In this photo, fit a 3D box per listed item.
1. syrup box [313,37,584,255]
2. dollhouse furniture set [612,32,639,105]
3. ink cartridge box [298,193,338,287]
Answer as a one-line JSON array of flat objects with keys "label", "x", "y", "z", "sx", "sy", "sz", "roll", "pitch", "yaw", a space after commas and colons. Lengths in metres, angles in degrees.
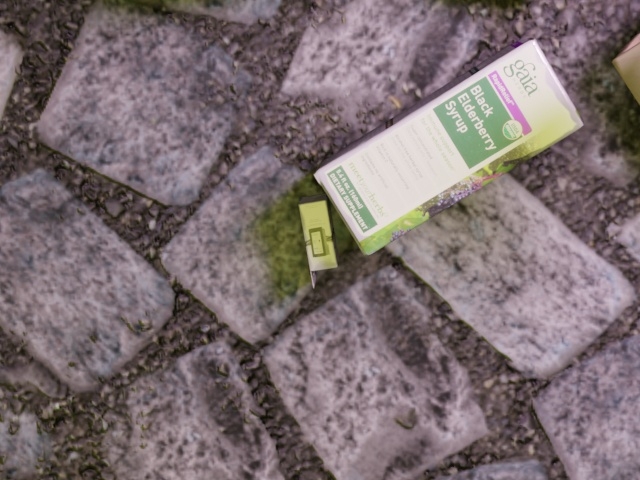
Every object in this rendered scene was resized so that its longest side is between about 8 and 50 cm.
[{"label": "syrup box", "x": 0.119, "y": -0.090, "z": 1.390, "sx": 0.237, "sy": 0.096, "sz": 0.093, "roll": -31, "pitch": 96, "yaw": 8}, {"label": "dollhouse furniture set", "x": 0.453, "y": -0.186, "z": 1.231, "sx": 0.303, "sy": 0.286, "sz": 0.198, "roll": -32, "pitch": 97, "yaw": 36}, {"label": "ink cartridge box", "x": 0.000, "y": 0.000, "z": 1.434, "sx": 0.028, "sy": 0.048, "sz": 0.083, "roll": -9, "pitch": 100, "yaw": 4}]
